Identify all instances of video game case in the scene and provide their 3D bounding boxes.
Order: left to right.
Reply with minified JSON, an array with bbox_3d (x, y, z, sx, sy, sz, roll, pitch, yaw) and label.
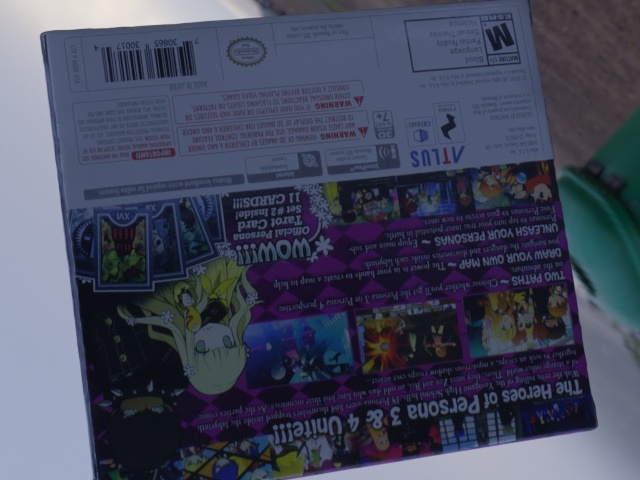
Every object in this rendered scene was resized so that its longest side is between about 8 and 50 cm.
[{"bbox_3d":[0.000,0.000,0.543,0.042,0.232,0.210,147,115,-75],"label":"video game case"}]
